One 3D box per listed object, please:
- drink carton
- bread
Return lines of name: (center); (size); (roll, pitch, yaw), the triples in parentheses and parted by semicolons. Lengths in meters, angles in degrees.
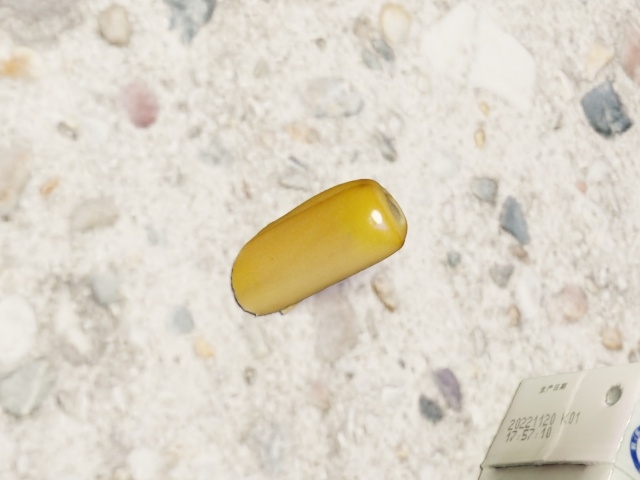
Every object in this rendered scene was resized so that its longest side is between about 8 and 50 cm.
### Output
drink carton: (0.258, 0.195, 0.725); (0.315, 0.130, 0.106); (34, 64, -16)
bread: (-0.001, 0.000, 0.685); (0.049, 0.103, 0.062); (58, 17, -17)
